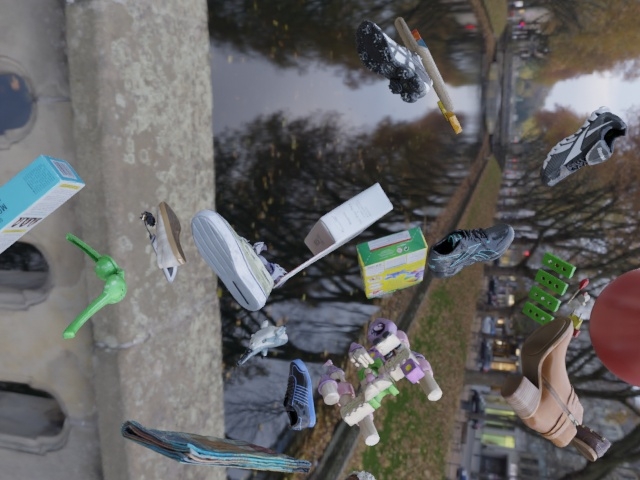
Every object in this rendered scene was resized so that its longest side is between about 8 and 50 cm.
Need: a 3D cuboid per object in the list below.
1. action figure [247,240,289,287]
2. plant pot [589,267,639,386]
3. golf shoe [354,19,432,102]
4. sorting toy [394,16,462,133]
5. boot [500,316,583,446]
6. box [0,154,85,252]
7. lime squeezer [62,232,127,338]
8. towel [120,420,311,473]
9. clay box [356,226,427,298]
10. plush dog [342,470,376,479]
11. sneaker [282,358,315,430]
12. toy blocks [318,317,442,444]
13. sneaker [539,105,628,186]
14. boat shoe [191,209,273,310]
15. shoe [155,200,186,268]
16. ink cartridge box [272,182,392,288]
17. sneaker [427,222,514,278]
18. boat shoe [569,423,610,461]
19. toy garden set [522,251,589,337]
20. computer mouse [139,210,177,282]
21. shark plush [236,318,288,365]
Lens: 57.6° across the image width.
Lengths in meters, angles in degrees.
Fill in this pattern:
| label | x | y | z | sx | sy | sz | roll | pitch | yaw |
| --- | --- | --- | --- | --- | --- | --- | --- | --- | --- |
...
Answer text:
| label | x | y | z | sx | sy | sz | roll | pitch | yaw |
| --- | --- | --- | --- | --- | --- | --- | --- | --- | --- |
| action figure | -0.257 | 0.070 | 2.329 | 0.285 | 0.185 | 0.099 | 41 | 70 | -20 |
| plant pot | 0.707 | 0.176 | 1.156 | 0.243 | 0.275 | 0.274 | 29 | 66 | -76 |
| golf shoe | 0.150 | -0.368 | 1.189 | 0.094 | 0.077 | 0.198 | -33 | 85 | -43 |
| sorting toy | 0.307 | -0.445 | 1.581 | 0.307 | 0.041 | 0.229 | 50 | 15 | -38 |
| boot | 0.603 | 0.356 | 1.470 | 0.283 | 0.220 | 0.109 | -52 | -167 | -21 |
| box | -0.551 | -0.051 | 1.042 | 0.060 | 0.244 | 0.100 | 52 | 1 | 0 |
| lime squeezer | -0.434 | 0.078 | 1.127 | 0.310 | 0.110 | 0.058 | -120 | -163 | -49 |
| towel | -0.234 | 0.473 | 1.328 | 0.370 | 0.272 | 0.040 | 27 | 70 | -42 |
| clay box | 0.143 | 0.053 | 1.178 | 0.222 | 0.128 | 0.053 | 75 | -2 | -68 |
| plush dog | 0.139 | 0.686 | 1.308 | 0.210 | 0.226 | 0.262 | 53 | 49 | -30 |
| sneaker | -0.083 | 0.517 | 1.954 | 0.091 | 0.081 | 0.232 | 0 | 69 | -36 |
| toy blocks | 0.134 | 0.350 | 1.657 | 0.309 | 0.289 | 0.260 | 48 | 8 | -30 |
| sneaker | 0.626 | -0.211 | 1.378 | 0.078 | 0.234 | 0.106 | 37 | 11 | -36 |
| boat shoe | -0.213 | 0.038 | 1.428 | 0.094 | 0.109 | 0.302 | -57 | 133 | -42 |
| shoe | -0.371 | -0.016 | 1.391 | 0.076 | 0.058 | 0.219 | 60 | 3 | -45 |
| ink cartridge box | 0.000 | 0.000 | 1.133 | 0.060 | 0.239 | 0.275 | 58 | -11 | 3 |
| sneaker | 0.423 | 0.015 | 1.641 | 0.101 | 0.268 | 0.106 | 59 | -5 | 50 |
| boat shoe | 0.713 | 0.537 | 1.643 | 0.073 | 0.207 | 0.073 | -34 | 123 | -13 |
| toy garden set | 0.820 | 0.190 | 1.975 | 0.049 | 0.204 | 0.244 | -11 | 124 | -38 |
| computer mouse | -0.404 | 0.014 | 1.480 | 0.106 | 0.042 | 0.192 | 6 | -62 | 68 |
| shark plush | -0.133 | 0.255 | 1.396 | 0.161 | 0.073 | 0.067 | -43 | 132 | -53 |
